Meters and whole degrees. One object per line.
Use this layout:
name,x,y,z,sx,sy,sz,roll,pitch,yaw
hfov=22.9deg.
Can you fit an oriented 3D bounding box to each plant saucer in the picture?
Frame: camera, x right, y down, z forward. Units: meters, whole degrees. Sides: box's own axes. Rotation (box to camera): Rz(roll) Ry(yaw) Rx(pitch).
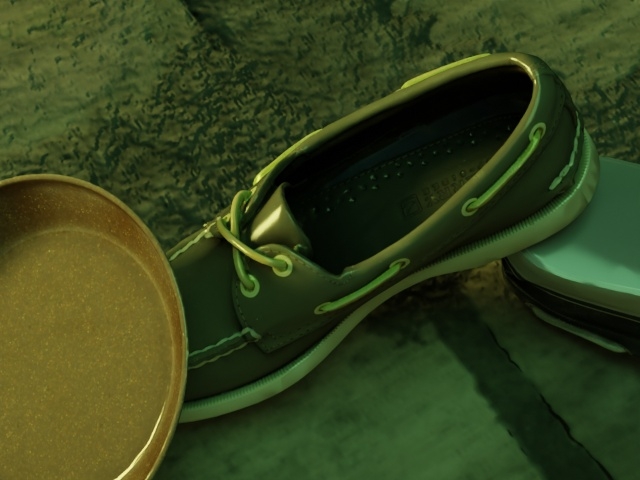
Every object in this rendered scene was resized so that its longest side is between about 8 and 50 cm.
plant saucer,-0.145,0.065,0.828,0.198,0.036,0.198,-4,80,26

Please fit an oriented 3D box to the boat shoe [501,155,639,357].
boat shoe,0.245,0.045,0.879,0.306,0.105,0.113,13,64,10

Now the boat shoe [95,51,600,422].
boat shoe,-0.002,-0.004,0.841,0.305,0.091,0.109,-28,55,6
